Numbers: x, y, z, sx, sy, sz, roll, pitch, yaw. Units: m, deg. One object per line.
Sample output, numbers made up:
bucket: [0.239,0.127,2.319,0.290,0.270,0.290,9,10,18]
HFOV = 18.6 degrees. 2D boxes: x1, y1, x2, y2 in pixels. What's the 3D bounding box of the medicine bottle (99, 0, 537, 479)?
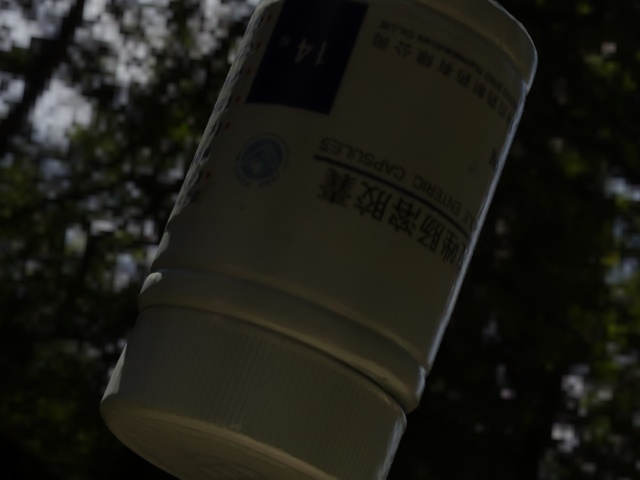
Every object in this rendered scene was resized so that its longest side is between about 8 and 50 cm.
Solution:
medicine bottle: [0.000,0.000,1.246,0.190,0.332,0.190,19,-15,5]
